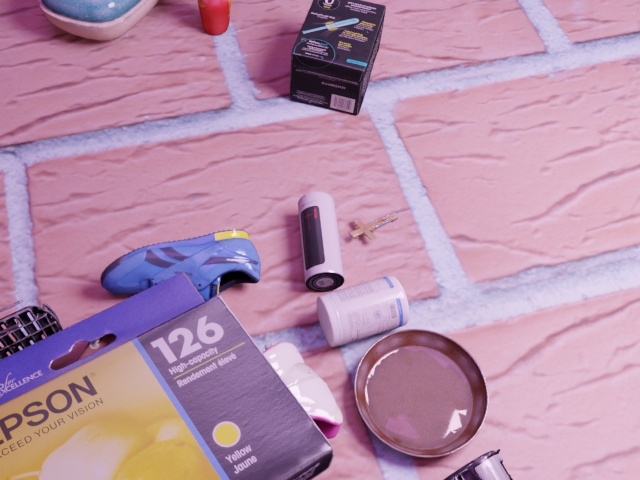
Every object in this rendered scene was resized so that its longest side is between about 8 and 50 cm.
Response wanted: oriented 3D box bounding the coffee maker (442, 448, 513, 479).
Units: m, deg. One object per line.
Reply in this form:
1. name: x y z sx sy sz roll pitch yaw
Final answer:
1. coffee maker: 0.173 0.340 0.780 0.171 0.120 0.178 -28 63 -20

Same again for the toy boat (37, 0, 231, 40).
1. toy boat: -0.298 -0.445 1.240 0.318 0.148 0.267 14 57 5

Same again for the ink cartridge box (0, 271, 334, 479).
1. ink cartridge box: -0.195 0.180 0.752 0.303 0.072 0.307 -27 60 -26

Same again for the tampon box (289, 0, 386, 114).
1. tampon box: 0.028 -0.306 1.201 0.120 0.101 0.161 15 56 5

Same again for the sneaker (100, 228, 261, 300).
1. sneaker: -0.182 0.047 0.976 0.209 0.069 0.082 -12 62 -12

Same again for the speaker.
1. speaker: 0.000 0.000 1.028 0.055 0.055 0.136 -2 57 -6

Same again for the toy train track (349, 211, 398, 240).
1. toy train track: 0.077 -0.019 1.071 0.083 0.014 0.048 -24 55 -25

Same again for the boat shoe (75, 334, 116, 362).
1. boat shoe: -0.273 0.207 0.843 0.116 0.123 0.324 21 49 14

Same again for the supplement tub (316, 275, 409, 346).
1. supplement tub: 0.055 0.091 0.963 0.107 0.071 0.071 -14 59 -13

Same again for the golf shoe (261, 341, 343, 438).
1. golf shoe: -0.101 0.249 0.826 0.140 0.115 0.306 41 64 17

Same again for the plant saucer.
1. plant saucer: 0.125 0.192 0.927 0.168 0.029 0.168 2 56 -4

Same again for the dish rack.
1. dish rack: -0.429 0.136 0.824 0.271 0.208 0.074 -25 74 -19
